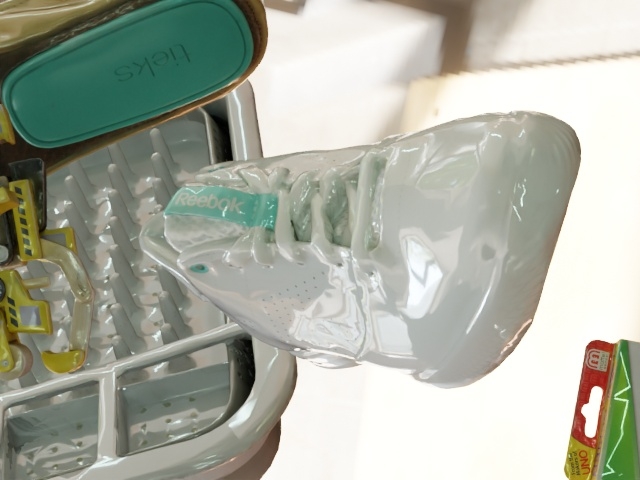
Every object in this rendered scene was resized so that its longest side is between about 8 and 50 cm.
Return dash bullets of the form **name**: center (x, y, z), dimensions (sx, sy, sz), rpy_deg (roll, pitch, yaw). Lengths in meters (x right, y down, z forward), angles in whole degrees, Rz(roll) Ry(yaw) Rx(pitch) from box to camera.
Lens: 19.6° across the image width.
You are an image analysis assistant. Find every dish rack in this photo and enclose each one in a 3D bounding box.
- **dish rack**: center (-0.152, 0.047, 0.939), dimensions (0.333, 0.286, 0.072), rpy_deg (-100, -7, -52)

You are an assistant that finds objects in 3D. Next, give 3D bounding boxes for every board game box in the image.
- **board game box**: center (0.336, 0.162, 1.516), dimensions (0.039, 0.259, 0.124), rpy_deg (91, -169, -77)

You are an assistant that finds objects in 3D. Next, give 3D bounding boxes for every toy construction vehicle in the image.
- **toy construction vehicle**: center (-0.106, 0.000, 0.663), dimensions (0.086, 0.035, 0.098), rpy_deg (89, 168, -85)

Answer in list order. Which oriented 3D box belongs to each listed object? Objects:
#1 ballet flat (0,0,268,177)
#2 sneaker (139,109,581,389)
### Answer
- **ballet flat**: center (-0.132, -0.055, 0.729), dimensions (0.073, 0.232, 0.080), rpy_deg (-113, 5, -57)
- **sneaker**: center (0.000, 0.000, 0.582), dimensions (0.212, 0.094, 0.080), rpy_deg (-24, 49, 65)
